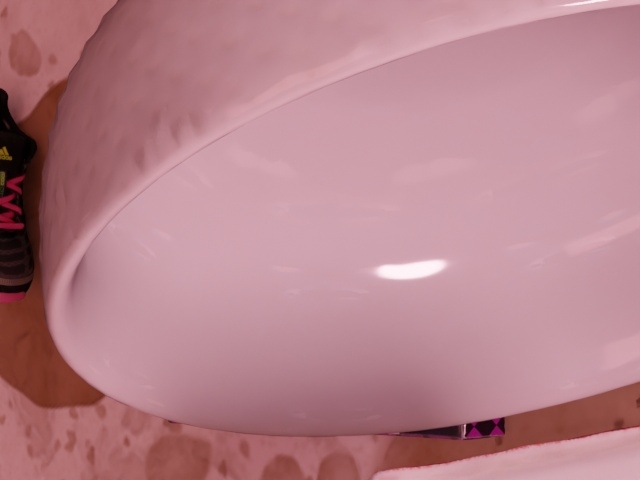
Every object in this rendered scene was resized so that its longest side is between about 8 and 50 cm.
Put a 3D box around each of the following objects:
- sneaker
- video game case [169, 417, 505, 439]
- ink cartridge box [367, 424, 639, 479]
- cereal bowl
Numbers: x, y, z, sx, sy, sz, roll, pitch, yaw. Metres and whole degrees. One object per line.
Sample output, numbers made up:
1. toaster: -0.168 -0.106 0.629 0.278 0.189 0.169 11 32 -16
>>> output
1. sneaker: -0.231 -0.040 1.042 0.075 0.063 0.170 -45 53 41
2. video game case: 0.000 0.000 0.823 0.232 0.042 0.210 -5 84 45
3. ink cartridge box: 0.063 0.262 0.571 0.385 0.160 0.279 125 131 -58
4. cereal bowl: 0.058 -0.048 0.570 0.339 0.339 0.141 -34 57 38
